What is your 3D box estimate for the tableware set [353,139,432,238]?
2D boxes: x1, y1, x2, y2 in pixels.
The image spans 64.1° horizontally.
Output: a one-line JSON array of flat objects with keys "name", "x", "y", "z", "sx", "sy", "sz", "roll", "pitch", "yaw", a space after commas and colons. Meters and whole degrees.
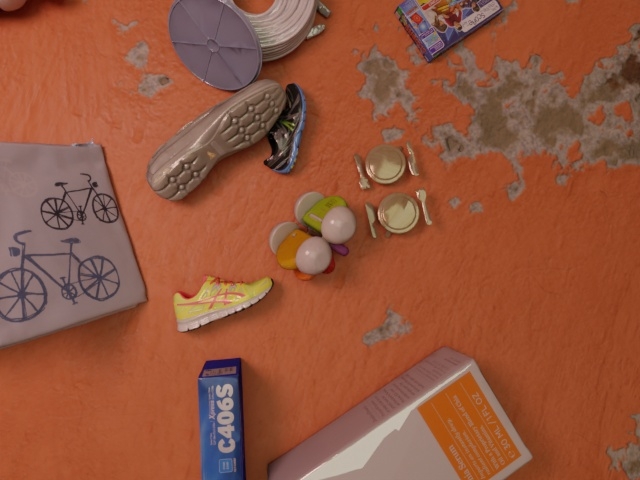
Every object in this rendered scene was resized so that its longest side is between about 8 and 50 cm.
[{"name": "tableware set", "x": 0.152, "y": -0.108, "z": 1.084, "sx": 0.128, "sy": 0.039, "sz": 0.194, "roll": -14, "pitch": 84, "yaw": 4}]

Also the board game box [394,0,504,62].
[{"name": "board game box", "x": 0.282, "y": -0.502, "z": 1.117, "sx": 0.201, "sy": 0.035, "sz": 0.136, "roll": -35, "pitch": 92, "yaw": -7}]

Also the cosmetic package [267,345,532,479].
[{"name": "cosmetic package", "x": 0.146, "y": 0.433, "z": 0.999, "sx": 0.453, "sy": 0.161, "sz": 0.230, "roll": -33, "pitch": 92, "yaw": -7}]

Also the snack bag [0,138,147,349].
[{"name": "snack bag", "x": -0.468, "y": -0.014, "z": 0.883, "sx": 0.037, "sy": 0.323, "sz": 0.343, "roll": -16, "pitch": 91, "yaw": 26}]

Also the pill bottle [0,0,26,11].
[{"name": "pill bottle", "x": -0.650, "y": -0.507, "z": 0.931, "sx": 0.301, "sy": 0.169, "sz": 0.169, "roll": -5, "pitch": 88, "yaw": -8}]

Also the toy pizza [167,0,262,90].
[{"name": "toy pizza", "x": -0.200, "y": -0.383, "z": 0.985, "sx": 0.201, "sy": 0.201, "sz": 0.032, "roll": 31, "pitch": 53, "yaw": -5}]

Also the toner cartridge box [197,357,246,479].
[{"name": "toner cartridge box", "x": -0.179, "y": 0.410, "z": 0.956, "sx": 0.075, "sy": 0.165, "sz": 0.348, "roll": -3, "pitch": 87, "yaw": -6}]

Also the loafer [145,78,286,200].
[{"name": "loafer", "x": -0.210, "y": -0.211, "z": 0.999, "sx": 0.319, "sy": 0.112, "sz": 0.111, "roll": -38, "pitch": 51, "yaw": -4}]

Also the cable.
[{"name": "cable", "x": -0.134, "y": -0.492, "z": 1.036, "sx": 0.257, "sy": 0.089, "sz": 0.257, "roll": -39, "pitch": 93, "yaw": -7}]

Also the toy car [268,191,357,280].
[{"name": "toy car", "x": 0.000, "y": 0.000, "z": 1.019, "sx": 0.182, "sy": 0.159, "sz": 0.136, "roll": -51, "pitch": 129, "yaw": -7}]

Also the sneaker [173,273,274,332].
[{"name": "sneaker", "x": -0.195, "y": 0.104, "z": 1.009, "sx": 0.208, "sy": 0.081, "sz": 0.094, "roll": -21, "pitch": 88, "yaw": -7}]

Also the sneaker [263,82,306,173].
[{"name": "sneaker", "x": -0.075, "y": -0.233, "z": 1.044, "sx": 0.078, "sy": 0.067, "sz": 0.188, "roll": 11, "pitch": 89, "yaw": -13}]
